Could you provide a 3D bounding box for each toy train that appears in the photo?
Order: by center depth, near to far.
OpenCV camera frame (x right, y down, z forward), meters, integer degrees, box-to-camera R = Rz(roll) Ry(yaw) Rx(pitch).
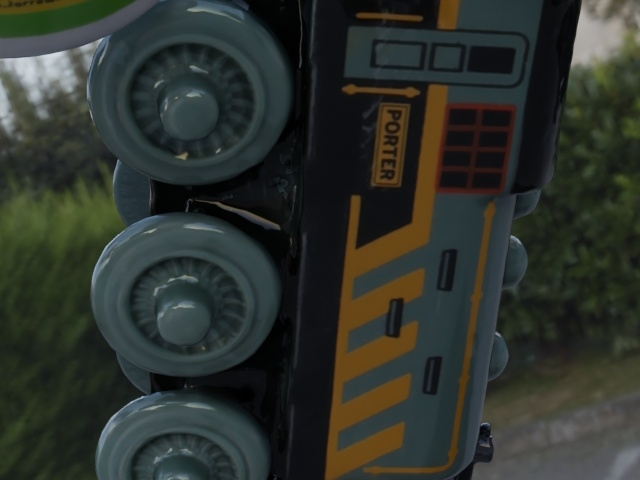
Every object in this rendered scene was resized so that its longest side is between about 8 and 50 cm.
[{"bbox_3d":[0.000,0.000,0.558,0.190,0.334,0.142,2,28,-4],"label":"toy train"}]

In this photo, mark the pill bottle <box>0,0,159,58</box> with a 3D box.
[{"bbox_3d":[-0.096,-0.174,0.341,0.136,0.136,0.246,-22,-25,-18],"label":"pill bottle"}]
